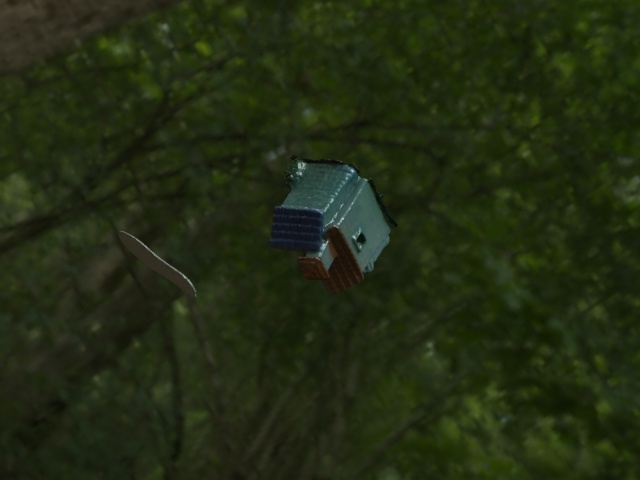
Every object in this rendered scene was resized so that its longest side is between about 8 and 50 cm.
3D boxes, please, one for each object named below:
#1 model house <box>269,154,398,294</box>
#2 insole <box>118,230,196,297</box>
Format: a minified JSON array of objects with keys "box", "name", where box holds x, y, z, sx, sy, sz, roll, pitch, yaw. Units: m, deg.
[{"box":[0.000,0.000,1.520,0.119,0.148,0.148,5,-42,33],"name":"model house"},{"box":[-0.251,0.034,1.947,0.197,0.004,0.065,31,-28,39],"name":"insole"}]
